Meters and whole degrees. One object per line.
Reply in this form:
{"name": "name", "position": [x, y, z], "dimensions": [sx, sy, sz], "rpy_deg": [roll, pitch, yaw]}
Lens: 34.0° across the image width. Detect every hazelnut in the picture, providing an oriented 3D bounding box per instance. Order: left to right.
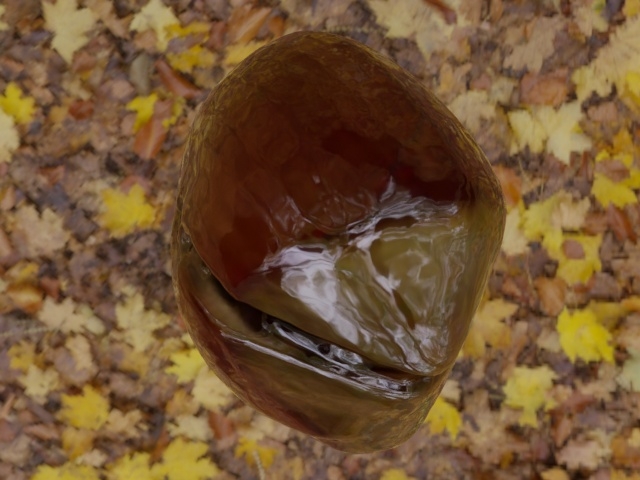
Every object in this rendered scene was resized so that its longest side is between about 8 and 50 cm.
{"name": "hazelnut", "position": [-0.003, 0.001, 0.547], "dimensions": [0.181, 0.181, 0.212], "rpy_deg": [22, 127, 8]}
